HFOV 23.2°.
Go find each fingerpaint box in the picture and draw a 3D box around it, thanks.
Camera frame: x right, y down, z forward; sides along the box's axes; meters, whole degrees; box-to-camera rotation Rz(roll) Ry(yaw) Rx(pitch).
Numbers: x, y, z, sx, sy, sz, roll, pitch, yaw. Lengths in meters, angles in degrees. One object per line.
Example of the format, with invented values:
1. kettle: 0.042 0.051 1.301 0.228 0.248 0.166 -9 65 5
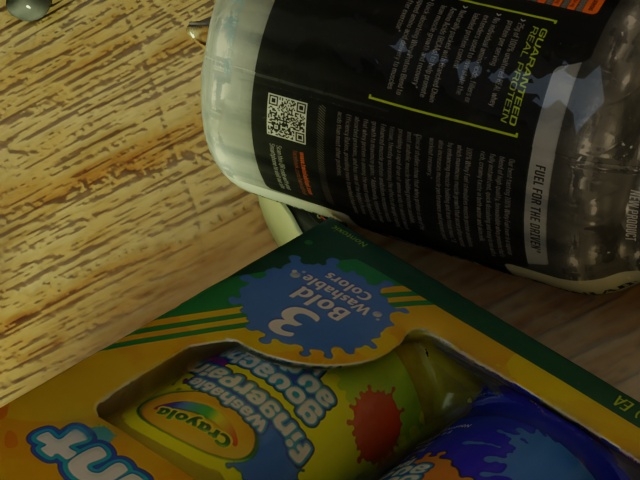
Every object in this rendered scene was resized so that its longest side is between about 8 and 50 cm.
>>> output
1. fingerpaint box: 0.046 0.209 0.831 0.444 0.163 0.371 32 41 28

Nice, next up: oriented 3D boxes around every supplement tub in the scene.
1. supplement tub: 0.110 -0.089 1.002 0.338 0.207 0.207 18 79 26

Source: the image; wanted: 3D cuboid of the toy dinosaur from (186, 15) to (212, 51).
1. toy dinosaur: -0.003 -0.206 1.180 0.211 0.064 0.112 -19 92 18

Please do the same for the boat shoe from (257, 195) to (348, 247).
1. boat shoe: 0.000 0.001 1.106 0.042 0.049 0.133 -27 53 -21

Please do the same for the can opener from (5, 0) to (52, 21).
1. can opener: -0.227 -0.318 1.302 0.095 0.076 0.284 0 68 55
